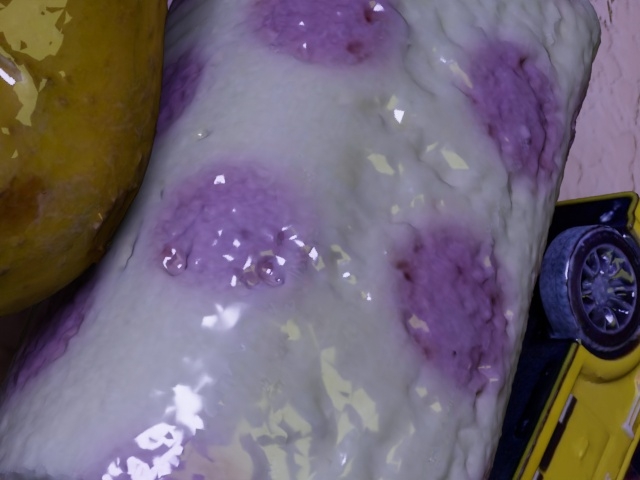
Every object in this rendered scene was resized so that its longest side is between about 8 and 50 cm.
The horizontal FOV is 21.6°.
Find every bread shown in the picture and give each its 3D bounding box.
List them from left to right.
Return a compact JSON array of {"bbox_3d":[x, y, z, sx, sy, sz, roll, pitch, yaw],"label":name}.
[{"bbox_3d":[0.000,0.000,0.686,0.187,0.155,0.338,38,54,-26],"label":"bread"}]

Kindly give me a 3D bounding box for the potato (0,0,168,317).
[{"bbox_3d":[-0.146,-0.144,0.589,0.176,0.195,0.369,38,56,-75],"label":"potato"}]

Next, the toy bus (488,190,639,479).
[{"bbox_3d":[0.070,0.138,0.782,0.151,0.145,0.331,46,58,-30],"label":"toy bus"}]
